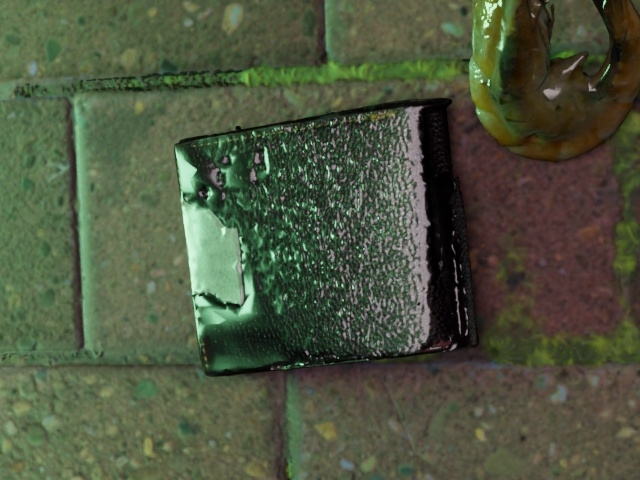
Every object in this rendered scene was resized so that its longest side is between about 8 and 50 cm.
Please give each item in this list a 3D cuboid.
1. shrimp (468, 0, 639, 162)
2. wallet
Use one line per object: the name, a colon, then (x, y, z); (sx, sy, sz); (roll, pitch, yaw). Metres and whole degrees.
shrimp: (0.192, -0.166, 1.342); (0.145, 0.059, 0.254); (7, 126, 9)
wallet: (0.000, 0.000, 1.458); (0.262, 0.071, 0.221); (-7, 91, 23)
